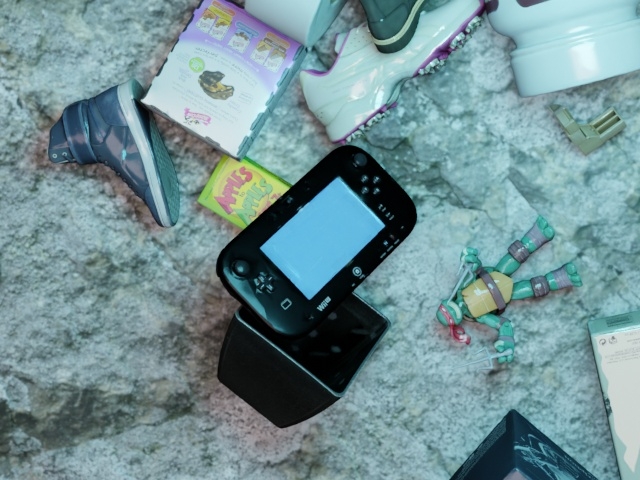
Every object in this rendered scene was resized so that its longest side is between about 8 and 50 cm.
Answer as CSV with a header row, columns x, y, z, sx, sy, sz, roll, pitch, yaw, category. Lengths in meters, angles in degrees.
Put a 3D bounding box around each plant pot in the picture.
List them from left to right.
x,y,z,sx,sy,sz,roll,pitch,yaw,category
-0.042,0.160,1.881,0.187,0.188,0.167,37,130,2,plant pot

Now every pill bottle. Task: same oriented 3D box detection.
x,y,z,sx,sy,sz,roll,pitch,yaw,category
0.314,-0.403,1.736,0.224,0.224,0.392,-13,96,10,pill bottle

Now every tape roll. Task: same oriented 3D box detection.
x,y,z,sx,sy,sz,roll,pitch,yaw,category
0.010,-0.407,1.749,0.100,0.286,0.286,31,101,4,tape roll

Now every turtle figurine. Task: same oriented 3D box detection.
x,y,z,sx,sy,sz,roll,pitch,yaw,category
0.247,0.074,1.866,0.234,0.118,0.175,-32,107,-4,turtle figurine

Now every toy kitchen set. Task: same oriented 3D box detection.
x,y,z,sx,sy,sz,roll,pitch,yaw,category
0.374,-0.181,1.839,0.075,0.083,0.068,-36,50,11,toy kitchen set

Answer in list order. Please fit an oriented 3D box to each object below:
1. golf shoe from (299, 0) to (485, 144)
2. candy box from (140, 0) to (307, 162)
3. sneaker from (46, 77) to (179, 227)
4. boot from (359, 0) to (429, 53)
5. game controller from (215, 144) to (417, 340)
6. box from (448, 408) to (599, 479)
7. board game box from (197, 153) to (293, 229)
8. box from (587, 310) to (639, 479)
x,y,z,sx,sy,sz,roll,pitch,yaw,category
0.100,-0.274,1.844,0.306,0.115,0.140,-40,85,9,golf shoe
-0.138,-0.238,1.881,0.165,0.070,0.196,31,87,3,candy box
-0.311,-0.110,1.938,0.163,0.086,0.226,-18,97,12,sneaker
0.099,-0.373,1.772,0.077,0.198,0.137,-6,141,26,boot
0.000,0.000,1.828,0.166,0.067,0.319,42,59,8,game controller
0.343,0.441,1.802,0.343,0.312,0.179,40,101,1,box
-0.081,-0.052,1.933,0.181,0.043,0.092,31,101,3,board game box
0.457,0.246,1.862,0.094,0.113,0.275,-12,95,10,box
